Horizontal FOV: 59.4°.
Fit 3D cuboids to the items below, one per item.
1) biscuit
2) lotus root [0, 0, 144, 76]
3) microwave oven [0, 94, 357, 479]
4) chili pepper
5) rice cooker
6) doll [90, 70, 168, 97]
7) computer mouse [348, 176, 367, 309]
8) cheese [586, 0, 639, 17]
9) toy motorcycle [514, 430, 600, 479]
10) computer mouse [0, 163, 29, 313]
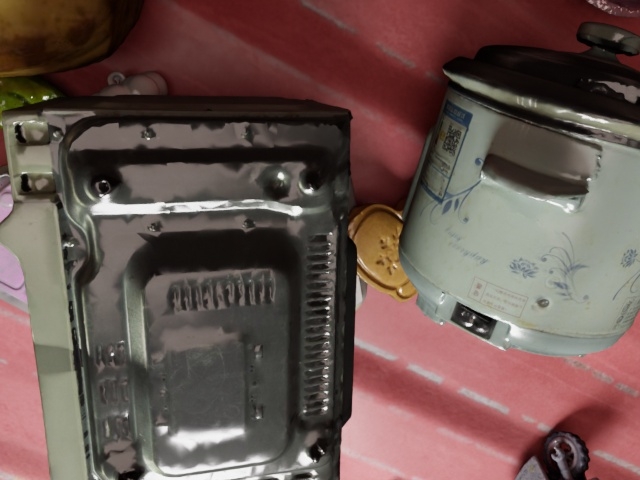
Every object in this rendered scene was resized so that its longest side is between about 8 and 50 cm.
[{"bbox_3d":[0.088,0.003,0.662,0.140,0.023,0.118,29,87,-30],"label":"biscuit"},{"bbox_3d":[-0.257,-0.267,0.426,0.249,0.316,0.316,-4,110,-15],"label":"lotus root"},{"bbox_3d":[-0.111,0.052,0.516,0.286,0.218,0.355,-2,107,-12],"label":"microwave oven"},{"bbox_3d":[-0.313,-0.142,0.581,0.204,0.073,0.072,35,90,-24],"label":"chili pepper"},{"bbox_3d":[0.221,-0.056,0.547,0.264,0.316,0.317,28,110,28],"label":"rice cooker"},{"bbox_3d":[-0.182,-0.104,0.604,0.106,0.062,0.163,-33,113,-23],"label":"doll"},{"bbox_3d":[0.000,-0.001,0.665,0.102,0.045,0.199,-12,108,-1],"label":"computer mouse"},{"bbox_3d":[0.298,-0.340,0.549,0.285,0.074,0.189,33,104,-10],"label":"cheese"},{"bbox_3d":[0.320,0.376,0.781,0.080,0.122,0.215,20,108,-27],"label":"toy motorcycle"},{"bbox_3d":[-0.252,0.041,0.639,0.310,0.072,0.158,34,90,-19],"label":"computer mouse"}]
